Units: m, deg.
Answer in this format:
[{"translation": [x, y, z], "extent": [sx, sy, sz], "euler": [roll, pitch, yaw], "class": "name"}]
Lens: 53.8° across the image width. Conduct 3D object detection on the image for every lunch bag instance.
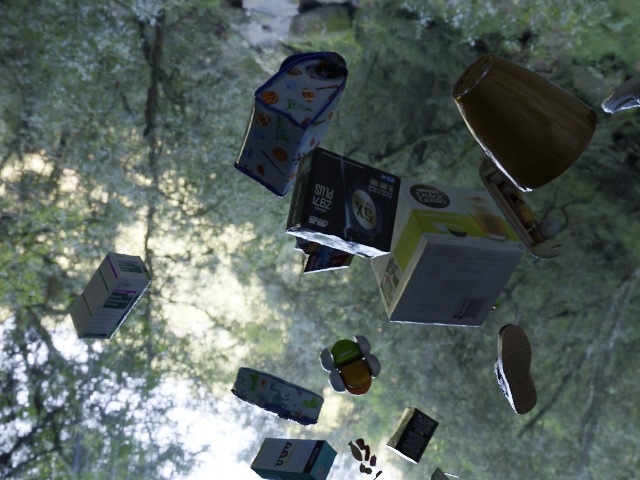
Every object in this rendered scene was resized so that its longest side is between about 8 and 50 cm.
[{"translation": [-0.107, 0.396, 1.598], "extent": [0.218, 0.090, 0.176], "euler": [5, 159, 47], "class": "lunch bag"}, {"translation": [-0.079, -0.392, 1.997], "extent": [0.238, 0.385, 0.328], "euler": [35, 141, 5], "class": "lunch bag"}]

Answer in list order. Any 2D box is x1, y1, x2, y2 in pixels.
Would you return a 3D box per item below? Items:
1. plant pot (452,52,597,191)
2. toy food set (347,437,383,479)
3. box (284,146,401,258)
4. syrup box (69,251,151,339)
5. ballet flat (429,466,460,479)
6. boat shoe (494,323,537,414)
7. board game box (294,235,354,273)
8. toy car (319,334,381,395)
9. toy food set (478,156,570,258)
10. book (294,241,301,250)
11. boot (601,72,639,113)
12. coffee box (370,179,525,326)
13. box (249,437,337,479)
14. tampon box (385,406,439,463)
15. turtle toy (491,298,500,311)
[{"translation": [0.415, -0.275, 1.359], "extent": [0.254, 0.237, 0.237], "euler": [37, 170, -19], "class": "plant pot"}, {"translation": [0.121, 0.592, 1.717], "extent": [0.077, 0.122, 0.019], "euler": [-21, 170, -46], "class": "toy food set"}, {"translation": [0.042, -0.064, 1.133], "extent": [0.180, 0.148, 0.077], "euler": [18, 163, -21], "class": "box"}, {"translation": [-0.546, 0.145, 1.631], "extent": [0.093, 0.237, 0.096], "euler": [12, -144, -49], "class": "syrup box"}, {"translation": [0.362, 0.641, 1.619], "extent": [0.168, 0.052, 0.057], "euler": [31, 158, 1], "class": "ballet flat"}, {"translation": [0.529, 0.351, 1.752], "extent": [0.102, 0.285, 0.092], "euler": [-26, -156, -15], "class": "boat shoe"}, {"translation": [0.009, 0.008, 1.745], "extent": [0.194, 0.060, 0.194], "euler": [-6, 145, -22], "class": "board game box"}, {"translation": [0.093, 0.386, 1.902], "extent": [0.159, 0.136, 0.182], "euler": [-23, -136, -6], "class": "toy car"}, {"translation": [0.539, -0.102, 1.637], "extent": [0.092, 0.306, 0.219], "euler": [-35, 174, 28], "class": "toy food set"}, {"translation": [0.000, 0.000, 2.014], "extent": [0.144, 0.096, 0.035], "euler": [14, 161, 4], "class": "book"}, {"translation": [0.763, -0.325, 1.427], "extent": [0.095, 0.124, 0.258], "euler": [-17, 168, -26], "class": "boot"}, {"translation": [0.394, 0.041, 2.067], "extent": [0.337, 0.338, 0.335], "euler": [6, -142, -16], "class": "coffee box"}, {"translation": [-0.075, 0.591, 1.693], "extent": [0.244, 0.101, 0.060], "euler": [-14, 124, 43], "class": "box"}, {"translation": [0.324, 0.686, 2.228], "extent": [0.101, 0.161, 0.120], "euler": [33, 166, -1], "class": "tampon box"}, {"translation": [0.599, 0.220, 2.245], "extent": [0.066, 0.095, 0.130], "euler": [47, 167, 13], "class": "turtle toy"}]
